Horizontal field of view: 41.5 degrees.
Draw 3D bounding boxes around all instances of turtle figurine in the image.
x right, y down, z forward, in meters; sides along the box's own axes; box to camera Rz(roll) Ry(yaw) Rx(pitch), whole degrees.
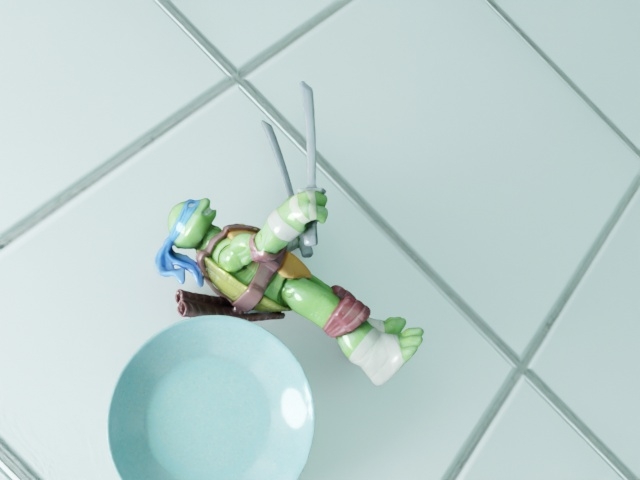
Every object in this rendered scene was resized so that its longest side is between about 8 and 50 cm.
[{"bbox_3d":[0.000,0.000,0.863,0.266,0.198,0.274,42,55,-8],"label":"turtle figurine"}]

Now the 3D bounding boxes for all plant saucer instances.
[{"bbox_3d":[-0.102,0.168,0.791,0.195,0.037,0.195,3,80,-19],"label":"plant saucer"}]
